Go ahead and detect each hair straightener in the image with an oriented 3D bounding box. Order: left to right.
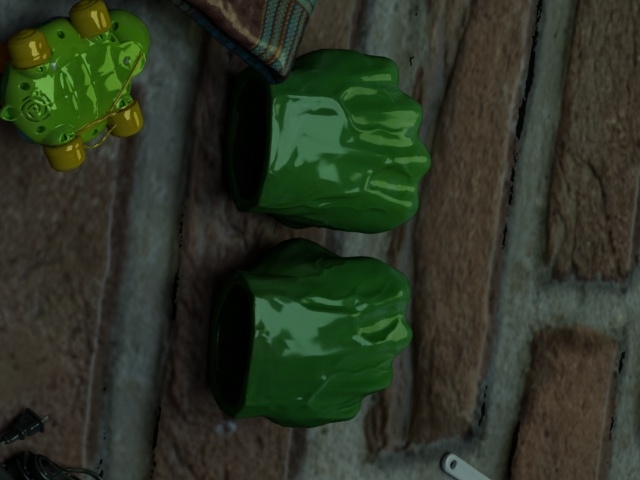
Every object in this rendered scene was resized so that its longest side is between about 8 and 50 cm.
[{"bbox_3d":[-0.194,0.159,1.166,0.230,0.047,0.089,43,70,-40],"label":"hair straightener"}]

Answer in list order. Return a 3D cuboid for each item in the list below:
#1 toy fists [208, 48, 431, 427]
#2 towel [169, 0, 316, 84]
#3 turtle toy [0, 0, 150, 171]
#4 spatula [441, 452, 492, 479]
[{"bbox_3d":[0.000,0.000,1.282,0.142,0.096,0.279,1,98,-28],"label":"toy fists"},{"bbox_3d":[-0.046,-0.327,1.160,0.271,0.040,0.370,35,65,-43],"label":"towel"},{"bbox_3d":[-0.156,-0.108,1.129,0.130,0.066,0.095,-34,120,-34],"label":"turtle toy"},{"bbox_3d":[0.154,0.293,1.545,0.242,0.019,0.168,36,75,-42],"label":"spatula"}]
